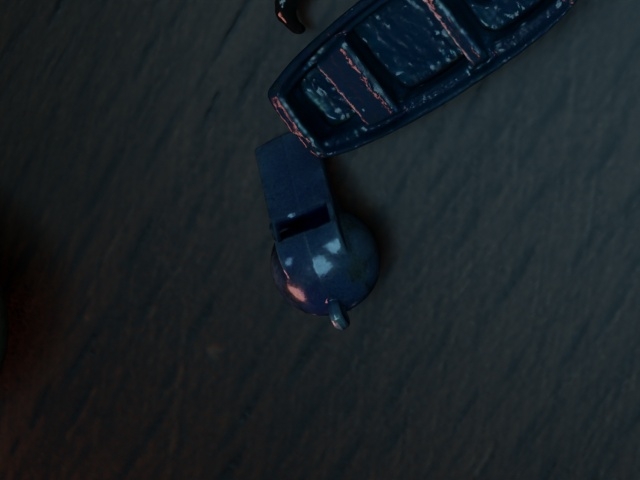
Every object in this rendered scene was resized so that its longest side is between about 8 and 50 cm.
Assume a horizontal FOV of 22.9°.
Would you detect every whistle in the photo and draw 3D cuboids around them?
[{"bbox_3d":[0.000,0.000,1.196,0.090,0.090,0.158,-23,55,15],"label":"whistle"}]

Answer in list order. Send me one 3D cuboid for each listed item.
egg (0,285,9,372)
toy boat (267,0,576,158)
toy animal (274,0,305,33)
[{"bbox_3d":[-0.342,0.050,1.222,0.177,0.177,0.228,-42,71,15],"label":"egg"},{"bbox_3d":[0.095,-0.163,1.115,0.299,0.061,0.096,-31,106,28],"label":"toy boat"},{"bbox_3d":[0.017,-0.265,1.136,0.148,0.084,0.232,38,102,2],"label":"toy animal"}]
